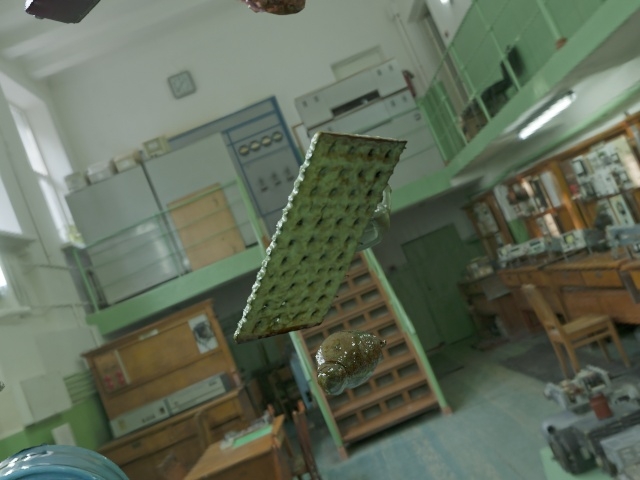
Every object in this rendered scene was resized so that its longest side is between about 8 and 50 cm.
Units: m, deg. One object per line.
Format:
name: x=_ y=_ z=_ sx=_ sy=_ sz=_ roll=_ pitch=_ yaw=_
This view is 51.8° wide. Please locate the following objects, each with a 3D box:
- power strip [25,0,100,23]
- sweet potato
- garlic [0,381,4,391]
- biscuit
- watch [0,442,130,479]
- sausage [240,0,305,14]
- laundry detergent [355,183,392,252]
power strip: x=-0.477 y=-0.481 z=1.256 sx=0.109 sy=0.037 sz=0.279 roll=4 pitch=-7 yaw=-37
sweet potato: x=0.027 y=0.152 z=0.822 sx=0.074 sy=0.075 sz=0.269 roll=-24 pitch=-6 yaw=15
garlic: x=-0.369 y=0.151 z=0.584 sx=0.099 sy=0.174 sz=0.124 roll=6 pitch=-10 yaw=18
biscuit: x=0.000 y=0.000 z=0.657 sx=0.139 sy=0.016 sz=0.231 roll=-5 pitch=-55 yaw=-48
watch: x=-0.258 y=0.280 z=0.580 sx=0.193 sy=0.211 sz=0.211 roll=-55 pitch=4 yaw=-13
sausage: x=-0.151 y=-0.417 z=0.930 sx=0.078 sy=0.304 sz=0.078 roll=-50 pitch=14 yaw=17
laundry detergent: x=0.060 y=-0.070 z=1.365 sx=0.181 sy=0.091 sz=0.253 roll=-16 pitch=27 yaw=14
